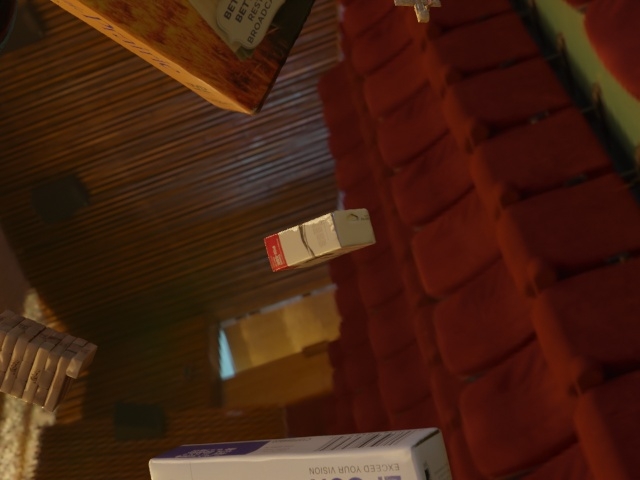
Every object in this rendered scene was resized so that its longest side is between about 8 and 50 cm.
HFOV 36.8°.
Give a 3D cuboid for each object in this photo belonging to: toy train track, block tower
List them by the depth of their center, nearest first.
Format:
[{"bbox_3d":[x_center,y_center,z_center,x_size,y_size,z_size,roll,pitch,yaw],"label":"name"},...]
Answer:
[{"bbox_3d":[0.090,-0.246,0.920,0.014,0.048,0.083,121,140,-58],"label":"toy train track"},{"bbox_3d":[-0.512,0.145,1.430,0.091,0.335,0.097,-82,13,-79],"label":"block tower"}]

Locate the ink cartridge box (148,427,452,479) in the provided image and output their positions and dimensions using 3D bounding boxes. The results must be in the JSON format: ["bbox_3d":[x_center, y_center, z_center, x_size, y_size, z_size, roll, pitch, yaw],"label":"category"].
[{"bbox_3d":[-0.002,0.239,0.621,0.045,0.223,0.224,-14,-89,-55],"label":"ink cartridge box"}]

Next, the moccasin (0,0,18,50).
[{"bbox_3d":[-0.349,-0.356,0.936,0.117,0.137,0.342,-104,5,-86],"label":"moccasin"}]

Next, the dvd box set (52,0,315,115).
[{"bbox_3d":[-0.126,-0.300,0.550,0.062,0.308,0.420,22,174,46],"label":"dvd box set"}]

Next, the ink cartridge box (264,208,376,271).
[{"bbox_3d":[0.000,0.000,1.449,0.099,0.135,0.056,-7,-101,-53],"label":"ink cartridge box"}]
